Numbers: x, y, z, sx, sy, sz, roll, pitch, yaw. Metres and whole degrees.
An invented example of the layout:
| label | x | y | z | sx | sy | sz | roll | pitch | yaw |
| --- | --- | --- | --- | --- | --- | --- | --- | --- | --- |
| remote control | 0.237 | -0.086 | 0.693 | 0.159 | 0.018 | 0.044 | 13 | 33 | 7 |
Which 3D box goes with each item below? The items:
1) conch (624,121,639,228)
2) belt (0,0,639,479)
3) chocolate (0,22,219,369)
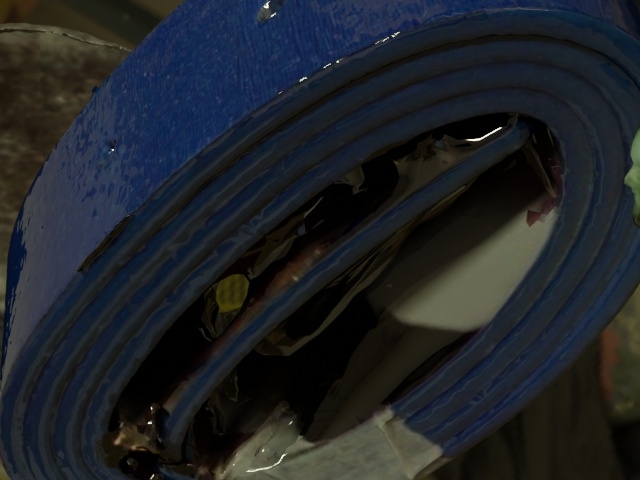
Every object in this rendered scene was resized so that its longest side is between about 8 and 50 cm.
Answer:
| label | x | y | z | sx | sy | sz | roll | pitch | yaw |
| --- | --- | --- | --- | --- | --- | --- | --- | --- | --- |
| conch | 0.161 | -0.044 | 0.453 | 0.122 | 0.176 | 0.188 | -9 | 24 | 20 |
| belt | 0.000 | 0.000 | 0.648 | 0.347 | 0.212 | 0.117 | -43 | 36 | 29 |
| chocolate | -0.219 | 0.012 | 1.096 | 0.213 | 0.303 | 0.303 | 109 | 175 | -45 |
